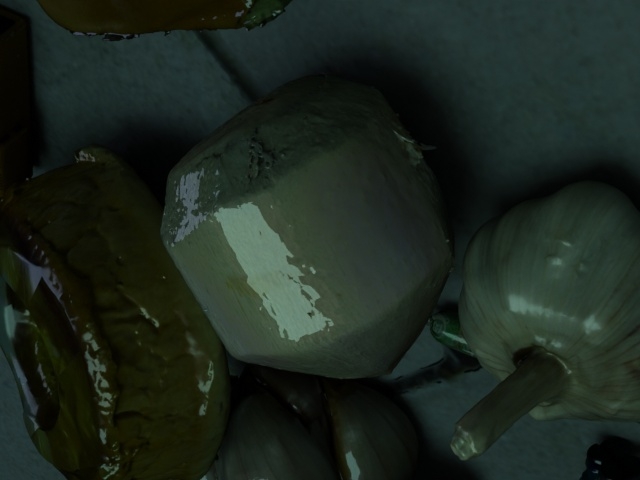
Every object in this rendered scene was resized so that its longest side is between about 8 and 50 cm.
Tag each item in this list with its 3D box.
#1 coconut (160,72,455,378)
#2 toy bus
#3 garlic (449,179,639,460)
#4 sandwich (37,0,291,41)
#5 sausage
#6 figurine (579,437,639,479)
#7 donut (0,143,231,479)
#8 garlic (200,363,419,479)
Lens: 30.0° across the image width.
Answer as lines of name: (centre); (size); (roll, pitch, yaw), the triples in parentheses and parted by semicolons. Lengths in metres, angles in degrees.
coconut: (0.000, 0.000, 0.914); (0.234, 0.224, 0.224); (49, 136, -11)
toy bus: (-0.330, -0.122, 1.114); (0.114, 0.098, 0.201); (24, 134, 16)
garlic: (0.167, 0.078, 0.848); (0.199, 0.226, 0.199); (23, 136, 25)
sandwich: (-0.160, -0.244, 0.870); (0.245, 0.063, 0.212); (6, 141, 38)
sausage: (0.205, 0.111, 0.988); (0.269, 0.033, 0.033); (21, 134, 19)
figurine: (0.250, 0.247, 1.045); (0.086, 0.087, 0.149); (-128, 26, -47)
donut: (-0.202, 0.083, 1.064); (0.330, 0.160, 0.330); (51, 153, 39)
garlic: (-0.028, 0.215, 1.145); (0.214, 0.160, 0.191); (-1, 129, 39)
